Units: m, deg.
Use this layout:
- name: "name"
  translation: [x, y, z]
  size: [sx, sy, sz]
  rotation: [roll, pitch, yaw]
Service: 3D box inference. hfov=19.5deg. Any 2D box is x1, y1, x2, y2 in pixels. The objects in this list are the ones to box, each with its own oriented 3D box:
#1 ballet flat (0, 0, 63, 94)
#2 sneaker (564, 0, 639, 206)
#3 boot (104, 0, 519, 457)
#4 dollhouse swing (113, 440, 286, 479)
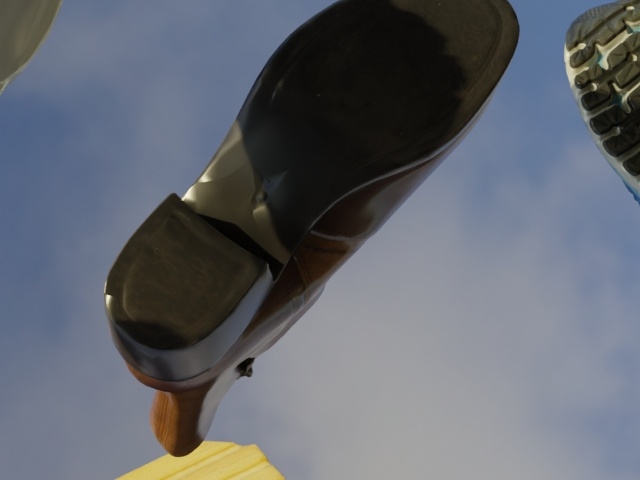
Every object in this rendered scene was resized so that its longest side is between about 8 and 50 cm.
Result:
- name: "ballet flat"
  translation: [-0.138, -0.052, 0.590]
  size: [0.086, 0.248, 0.086]
  rotation: [31, -153, -18]
- name: "sneaker"
  translation: [0.142, -0.019, 0.732]
  size: [0.063, 0.073, 0.162]
  rotation: [-28, -98, -13]
- name: "boot"
  translation: [0.000, 0.000, 1.012]
  size: [0.096, 0.280, 0.264]
  rotation: [35, -102, 11]
- name: "dollhouse swing"
  translation: [-0.188, 0.198, 1.307]
  size: [0.305, 0.347, 0.315]
  rotation: [-37, -58, -7]
